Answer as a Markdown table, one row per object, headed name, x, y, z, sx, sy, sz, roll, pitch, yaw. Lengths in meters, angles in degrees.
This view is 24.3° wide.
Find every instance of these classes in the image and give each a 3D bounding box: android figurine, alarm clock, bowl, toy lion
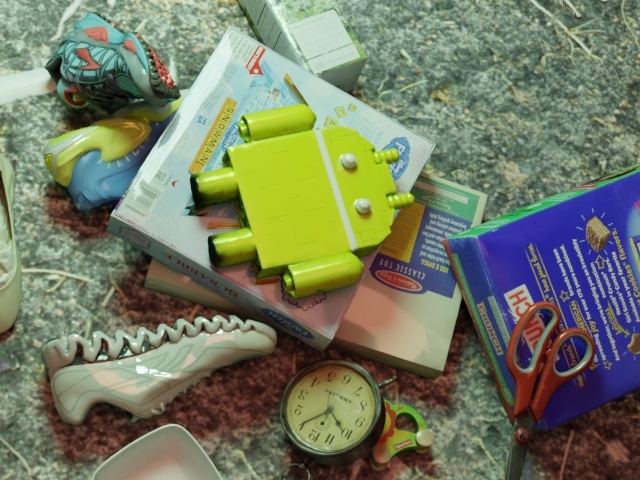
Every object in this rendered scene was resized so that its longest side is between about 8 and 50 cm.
| name | x | y | z | sx | sy | sz | roll | pitch | yaw |
| --- | --- | --- | --- | --- | --- | --- | --- | --- | --- |
| android figurine | -0.018 | -0.052 | 1.857 | 0.273 | 0.056 | 0.248 | -11 | 74 | -16 |
| alarm clock | 0.007 | 0.234 | 1.867 | 0.129 | 0.064 | 0.192 | 25 | 69 | 22 |
| bowl | -0.195 | 0.311 | 1.813 | 0.142 | 0.053 | 0.142 | -31 | 78 | -20 |
| toy lion | 0.083 | 0.241 | 1.910 | 0.100 | 0.034 | 0.096 | -19 | 66 | -17 |

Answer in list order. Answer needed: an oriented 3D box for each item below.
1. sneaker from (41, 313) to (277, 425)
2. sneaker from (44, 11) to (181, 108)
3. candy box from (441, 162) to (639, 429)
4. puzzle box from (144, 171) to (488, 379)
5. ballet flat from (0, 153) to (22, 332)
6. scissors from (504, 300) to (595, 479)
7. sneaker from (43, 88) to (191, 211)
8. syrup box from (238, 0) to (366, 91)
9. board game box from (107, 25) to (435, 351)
| name | x | y | z | sx | sy | sz | roll | pitch | yaw |
| --- | --- | --- | --- | --- | --- | --- | --- | --- | --- |
| sneaker | -0.196 | 0.161 | 1.852 | 0.292 | 0.110 | 0.118 | -9 | 78 | -6 |
| sneaker | -0.276 | -0.206 | 1.930 | 0.125 | 0.262 | 0.104 | -42 | 124 | -11 |
| candy box | 0.358 | 0.066 | 1.950 | 0.317 | 0.122 | 0.268 | -21 | 92 | -19 |
| puzzle box | 0.000 | 0.000 | 1.974 | 0.409 | 0.052 | 0.272 | 19 | 66 | -4 |
| ballet flat | -0.423 | -0.008 | 1.877 | 0.086 | 0.086 | 0.248 | -4 | 70 | -13 |
| scissors | 0.244 | 0.221 | 1.840 | 0.109 | 0.021 | 0.297 | 28 | 85 | -9 |
| sneaker | -0.246 | -0.112 | 1.965 | 0.240 | 0.091 | 0.126 | -26 | 103 | -27 |
| syrup box | -0.037 | -0.314 | 2.066 | 0.093 | 0.096 | 0.236 | -23 | 74 | -20 |
| board game box | -0.059 | -0.070 | 1.918 | 0.318 | 0.066 | 0.318 | 30 | 67 | -2 |
